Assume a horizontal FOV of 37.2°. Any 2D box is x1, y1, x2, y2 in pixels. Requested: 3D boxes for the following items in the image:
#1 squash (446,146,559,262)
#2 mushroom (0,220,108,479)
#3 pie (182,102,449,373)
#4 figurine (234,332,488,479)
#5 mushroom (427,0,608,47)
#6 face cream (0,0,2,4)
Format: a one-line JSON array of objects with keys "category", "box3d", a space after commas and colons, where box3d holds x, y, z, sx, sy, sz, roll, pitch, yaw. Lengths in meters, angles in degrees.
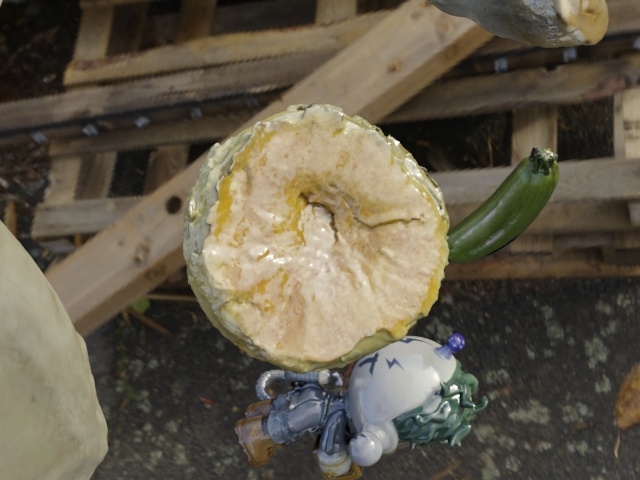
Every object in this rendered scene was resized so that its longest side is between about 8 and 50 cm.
[{"category": "squash", "box3d": [0.261, -0.038, 1.361, 0.080, 0.318, 0.071, -10, 67, -29]}, {"category": "mushroom", "box3d": [-0.187, 0.020, 0.374, 0.128, 0.350, 0.128, -12, 49, 14]}, {"category": "pie", "box3d": [0.000, 0.000, 1.133, 0.339, 0.083, 0.340, 0, 90, -20]}, {"category": "figurine", "box3d": [0.064, 0.265, 1.449, 0.381, 0.186, 0.261, -22, 24, 21]}, {"category": "mushroom", "box3d": [0.124, -0.173, 0.659, 0.054, 0.059, 0.202, -21, 26, -16]}, {"category": "face cream", "box3d": [-0.514, -0.307, 1.124, 0.092, 0.311, 0.092, 5, 102, 24]}]
